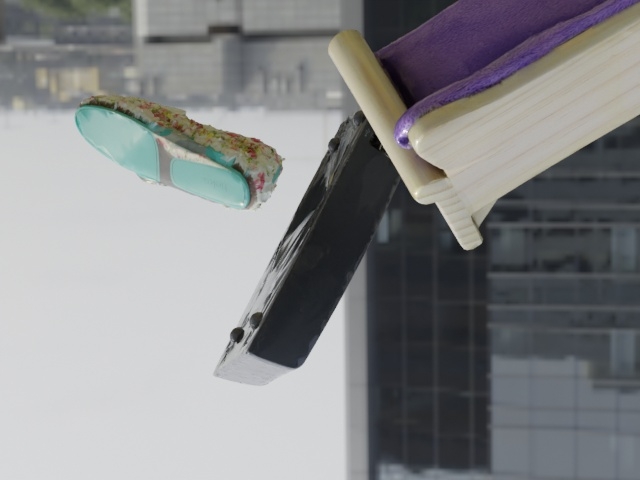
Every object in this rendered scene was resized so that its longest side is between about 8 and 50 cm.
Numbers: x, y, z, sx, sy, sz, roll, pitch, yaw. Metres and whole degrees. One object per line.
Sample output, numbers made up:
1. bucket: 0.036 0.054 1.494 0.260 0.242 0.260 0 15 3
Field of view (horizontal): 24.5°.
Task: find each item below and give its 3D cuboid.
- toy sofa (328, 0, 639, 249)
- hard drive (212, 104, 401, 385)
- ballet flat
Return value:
1. toy sofa: 0.194 -0.166 1.008 0.362 0.150 0.177 -31 150 6
2. hard drive: 0.000 0.000 1.200 0.054 0.254 0.172 29 163 -7
3. ballet flat: -0.140 -0.095 1.512 0.241 0.091 0.077 26 -137 23
